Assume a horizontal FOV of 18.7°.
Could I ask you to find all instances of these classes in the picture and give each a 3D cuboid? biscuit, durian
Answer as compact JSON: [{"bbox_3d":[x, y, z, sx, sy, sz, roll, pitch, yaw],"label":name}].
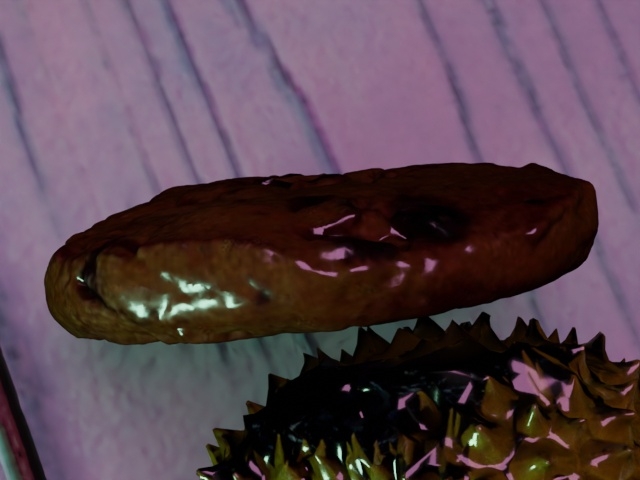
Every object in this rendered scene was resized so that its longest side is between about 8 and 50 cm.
[{"bbox_3d":[0.000,0.000,0.669,0.192,0.192,0.049,-12,98,-11],"label":"biscuit"},{"bbox_3d":[0.023,0.100,0.596,0.193,0.237,0.138,-3,108,28],"label":"durian"}]
